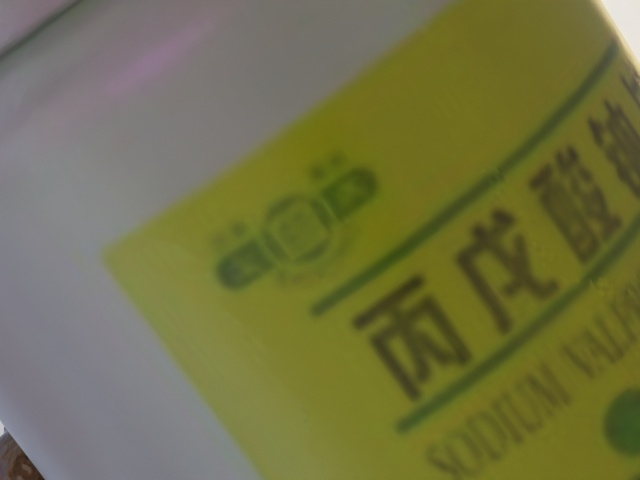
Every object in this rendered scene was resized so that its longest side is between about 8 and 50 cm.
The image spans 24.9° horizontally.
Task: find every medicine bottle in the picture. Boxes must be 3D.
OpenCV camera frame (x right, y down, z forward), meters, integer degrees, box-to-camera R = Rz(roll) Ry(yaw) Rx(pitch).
[{"bbox_3d":[0.000,0.000,0.431,0.379,0.213,0.213,54,-144,-10],"label":"medicine bottle"}]

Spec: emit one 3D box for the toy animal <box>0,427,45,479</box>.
[{"bbox_3d":[-0.272,0.228,1.108,0.097,0.157,0.312,50,-129,-25],"label":"toy animal"}]
